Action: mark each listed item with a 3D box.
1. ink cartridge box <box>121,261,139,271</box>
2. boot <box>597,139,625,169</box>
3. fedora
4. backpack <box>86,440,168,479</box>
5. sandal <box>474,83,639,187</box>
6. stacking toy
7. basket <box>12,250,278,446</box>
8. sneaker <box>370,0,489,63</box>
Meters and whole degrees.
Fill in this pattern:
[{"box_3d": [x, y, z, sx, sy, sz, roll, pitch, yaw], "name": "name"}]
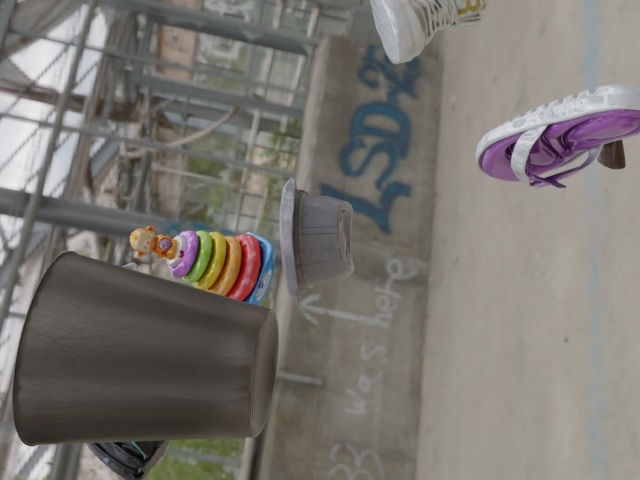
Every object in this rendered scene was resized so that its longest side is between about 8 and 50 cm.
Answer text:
[{"box_3d": [-0.372, 0.116, 1.797, 0.179, 0.045, 0.145, 165, 86, -75], "name": "ink cartridge box"}, {"box_3d": [0.473, -0.178, 1.501, 0.106, 0.037, 0.114, 34, 149, 50], "name": "boot"}, {"box_3d": [0.000, 0.000, 1.640, 0.275, 0.124, 0.243, 72, -164, -73], "name": "fedora"}, {"box_3d": [-0.325, 0.279, 1.429, 0.144, 0.188, 0.166, -50, -8, -36], "name": "backpack"}, {"box_3d": [0.364, -0.136, 1.373, 0.416, 0.169, 0.102, 145, 132, -70], "name": "sandal"}, {"box_3d": [-0.261, 0.035, 1.859, 0.166, 0.302, 0.175, 28, 96, 60], "name": "stacking toy"}, {"box_3d": [-0.165, 0.122, 0.889, 0.154, 0.227, 0.204, 75, -157, -67], "name": "basket"}, {"box_3d": [0.162, -0.336, 1.257, 0.292, 0.169, 0.108, -92, -10, -64], "name": "sneaker"}]
